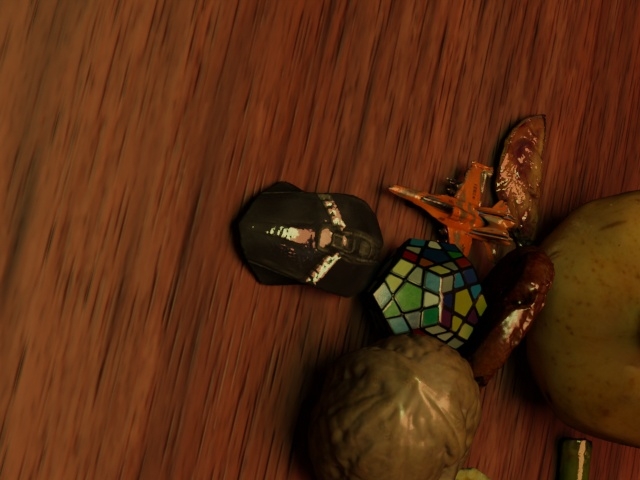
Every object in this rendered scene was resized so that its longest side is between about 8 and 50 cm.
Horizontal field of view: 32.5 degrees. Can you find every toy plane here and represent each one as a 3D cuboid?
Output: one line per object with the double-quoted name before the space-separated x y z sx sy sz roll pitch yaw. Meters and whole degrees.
"toy plane" 0.140 -0.033 1.227 0.188 0.062 0.135 16 81 -27

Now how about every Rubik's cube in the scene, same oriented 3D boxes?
"Rubik's cube" 0.110 0.062 1.163 0.133 0.133 0.112 -15 130 -40

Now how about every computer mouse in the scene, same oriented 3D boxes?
"computer mouse" 0.000 0.000 1.095 0.192 0.062 0.106 13 84 -40

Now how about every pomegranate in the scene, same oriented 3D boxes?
"pomegranate" 0.390 0.094 1.270 0.342 0.342 0.342 -2 93 -41

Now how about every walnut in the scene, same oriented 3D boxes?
"walnut" 0.074 0.175 1.077 0.178 0.230 0.178 3 61 -5

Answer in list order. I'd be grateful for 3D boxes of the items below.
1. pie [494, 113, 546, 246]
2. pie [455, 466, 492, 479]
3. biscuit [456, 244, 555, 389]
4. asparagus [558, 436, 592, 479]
"pie" 0.243 -0.071 1.325 0.092 0.034 0.170 1 92 -45
"pie" 0.138 0.359 1.197 0.201 0.090 0.248 -57 141 -25
"biscuit" 0.190 0.087 1.195 0.049 0.192 0.192 35 65 -1
"asparagus" 0.322 0.341 1.410 0.045 0.041 0.178 26 69 -86
